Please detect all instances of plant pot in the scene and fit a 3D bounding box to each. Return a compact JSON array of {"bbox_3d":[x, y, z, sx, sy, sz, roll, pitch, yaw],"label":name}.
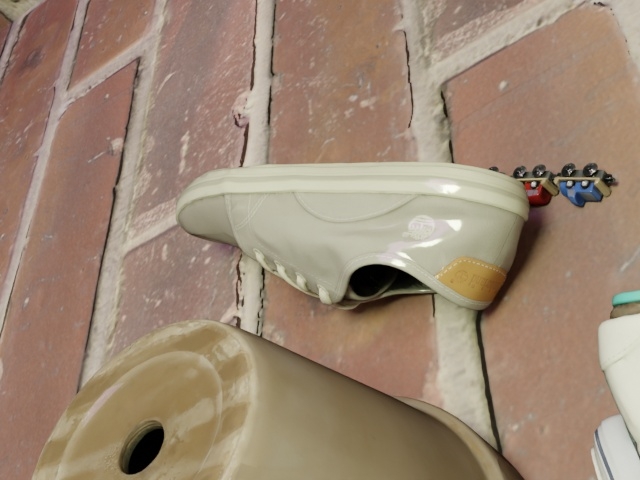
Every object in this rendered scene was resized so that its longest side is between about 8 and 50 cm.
[{"bbox_3d":[-0.041,0.207,0.683,0.323,0.280,0.323,-26,39,23],"label":"plant pot"}]

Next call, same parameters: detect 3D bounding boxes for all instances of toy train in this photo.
[{"bbox_3d":[0.198,-0.050,0.898,0.158,0.027,0.036,2,63,46],"label":"toy train"}]

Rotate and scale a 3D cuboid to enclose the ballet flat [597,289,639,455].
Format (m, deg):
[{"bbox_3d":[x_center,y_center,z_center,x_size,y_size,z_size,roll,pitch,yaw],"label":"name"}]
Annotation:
[{"bbox_3d":[0.363,0.075,0.544,0.400,0.139,0.139,-9,51,28],"label":"ballet flat"}]

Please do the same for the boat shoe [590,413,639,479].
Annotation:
[{"bbox_3d":[0.201,0.217,0.610,0.076,0.083,0.226,-30,41,21],"label":"boat shoe"}]

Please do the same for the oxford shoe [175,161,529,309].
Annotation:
[{"bbox_3d":[0.000,0.000,0.959,0.449,0.169,0.130,2,81,46],"label":"oxford shoe"}]
